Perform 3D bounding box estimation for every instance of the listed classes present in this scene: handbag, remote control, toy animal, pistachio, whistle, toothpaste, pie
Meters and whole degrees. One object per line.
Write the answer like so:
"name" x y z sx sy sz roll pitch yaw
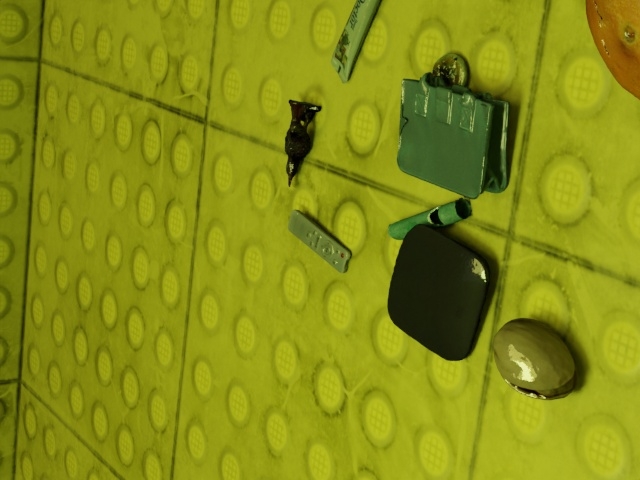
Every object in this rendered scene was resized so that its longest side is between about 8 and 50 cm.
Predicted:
"handbag" 0.215 -0.177 1.921 0.229 0.062 0.179 25 118 51
"remote control" 0.000 0.000 2.289 0.184 0.027 0.050 40 125 41
"toy animal" -0.049 -0.196 2.308 0.105 0.070 0.202 -66 -10 -57
"pistachio" 0.323 0.180 1.779 0.149 0.113 0.113 36 122 30
"whistle" 0.184 -0.034 2.011 0.186 0.039 0.039 -20 76 54
"toothpaste" 0.074 -0.404 2.148 0.067 0.037 0.255 59 140 34
"pie" 0.215 -0.274 1.964 0.084 0.021 0.084 7 98 54

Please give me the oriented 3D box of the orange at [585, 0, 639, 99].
"orange" 0.454 -0.286 1.423 0.284 0.226 0.284 50 157 30

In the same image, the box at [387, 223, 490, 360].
"box" 0.199 0.088 1.981 0.201 0.042 0.213 34 124 40
